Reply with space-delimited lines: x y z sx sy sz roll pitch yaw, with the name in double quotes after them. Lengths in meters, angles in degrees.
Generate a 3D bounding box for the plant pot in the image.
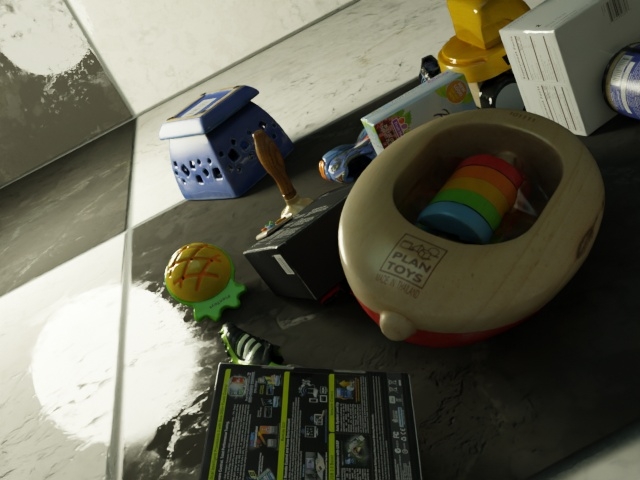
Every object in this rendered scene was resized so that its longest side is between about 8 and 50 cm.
-0.249 -0.251 1.843 0.236 0.212 0.236 3 38 45 "plant pot"

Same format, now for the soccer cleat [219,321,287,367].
-0.098 0.170 1.093 0.072 0.060 0.179 -24 30 -15 "soccer cleat"

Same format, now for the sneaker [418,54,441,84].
0.266 -0.356 1.677 0.081 0.090 0.232 -24 25 8 "sneaker"

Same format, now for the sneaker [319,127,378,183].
0.108 -0.185 1.545 0.221 0.083 0.087 -38 40 -9 "sneaker"

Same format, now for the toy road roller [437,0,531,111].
0.389 -0.408 1.456 0.330 0.240 0.202 -29 34 -6 "toy road roller"

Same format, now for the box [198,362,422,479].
-0.010 0.240 0.724 0.216 0.060 0.270 2 35 -2 "box"

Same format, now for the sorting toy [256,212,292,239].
-0.086 -0.024 1.266 0.062 0.012 0.083 -39 8 -24 "sorting toy"

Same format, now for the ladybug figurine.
0.194 -0.013 0.964 0.305 0.162 0.449 25 48 26 "ladybug figurine"

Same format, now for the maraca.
-0.211 0.074 1.337 0.127 0.099 0.185 -35 52 -11 "maraca"

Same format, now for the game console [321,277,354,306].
0.089 0.061 1.157 0.144 0.085 0.124 -47 1 -37 "game console"

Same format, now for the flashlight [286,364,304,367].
-0.058 0.277 0.809 0.103 0.103 0.304 12 38 2 "flashlight"

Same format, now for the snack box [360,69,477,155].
0.191 -0.152 1.232 0.174 0.207 0.070 -30 26 -6 "snack box"

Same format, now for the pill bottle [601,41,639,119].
0.550 -0.235 1.136 0.123 0.122 0.219 -29 26 -4 "pill bottle"

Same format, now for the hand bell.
-0.061 -0.090 1.321 0.126 0.242 0.126 -23 26 12 "hand bell"

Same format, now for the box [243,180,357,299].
0.000 0.000 1.163 0.184 0.103 0.261 -40 8 -14 "box"

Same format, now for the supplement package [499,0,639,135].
0.488 -0.346 1.308 0.262 0.204 0.145 -35 26 -14 "supplement package"
